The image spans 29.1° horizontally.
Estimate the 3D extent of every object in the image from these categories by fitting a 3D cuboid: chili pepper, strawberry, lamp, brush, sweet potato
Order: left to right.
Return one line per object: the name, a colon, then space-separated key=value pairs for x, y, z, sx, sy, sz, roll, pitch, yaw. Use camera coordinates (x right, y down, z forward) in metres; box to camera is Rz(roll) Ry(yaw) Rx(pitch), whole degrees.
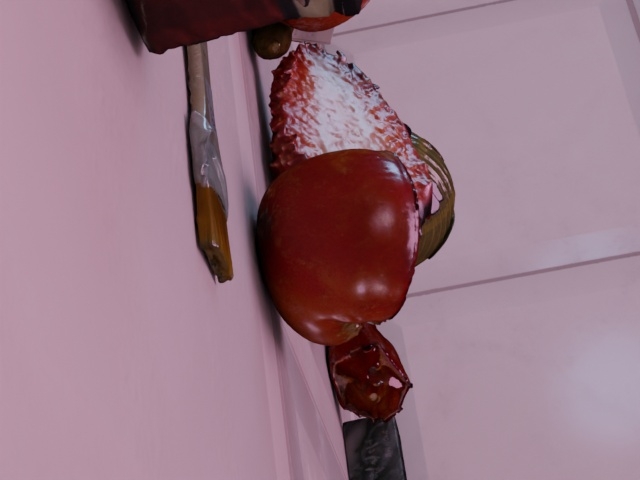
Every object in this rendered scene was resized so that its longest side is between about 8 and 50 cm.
brush: x=-0.099 y=-0.126 z=1.040 sx=0.085 sy=0.020 sz=0.337 roll=72 pitch=8 yaw=-61
sweet potato: x=-0.065 y=-0.302 z=1.709 sx=0.274 sy=0.067 sz=0.067 roll=-89 pitch=168 yaw=-64
strawberry: x=0.023 y=-0.116 z=1.642 sx=0.138 sy=0.233 sz=0.306 roll=-54 pitch=-147 yaw=37
chili pepper: x=0.058 y=0.170 z=2.020 sx=0.253 sy=0.144 sz=0.136 roll=-108 pitch=-143 yaw=-59
lamp: x=0.082 y=-0.047 z=1.923 sx=0.284 sy=0.250 sz=0.250 roll=-72 pitch=155 yaw=-51

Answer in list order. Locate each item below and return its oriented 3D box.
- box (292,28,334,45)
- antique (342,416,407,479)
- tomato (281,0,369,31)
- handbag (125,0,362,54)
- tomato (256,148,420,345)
box: x=-0.012 y=-0.502 z=2.145 sx=0.203 sy=0.106 sz=0.252 roll=-96 pitch=-164 yaw=-46
antique: x=0.092 y=0.378 z=1.956 sx=0.086 sy=0.088 sz=0.183 roll=73 pitch=7 yaw=-50
tomato: x=-0.010 y=-0.389 z=1.601 sx=0.232 sy=0.188 sz=0.232 roll=43 pitch=32 yaw=-36
handbag: x=-0.058 y=-0.248 z=0.792 sx=0.254 sy=0.181 sz=0.181 roll=74 pitch=6 yaw=-46
tomato: x=0.000 y=0.000 z=1.304 sx=0.233 sy=0.139 sz=0.201 roll=-43 pitch=-138 yaw=53
